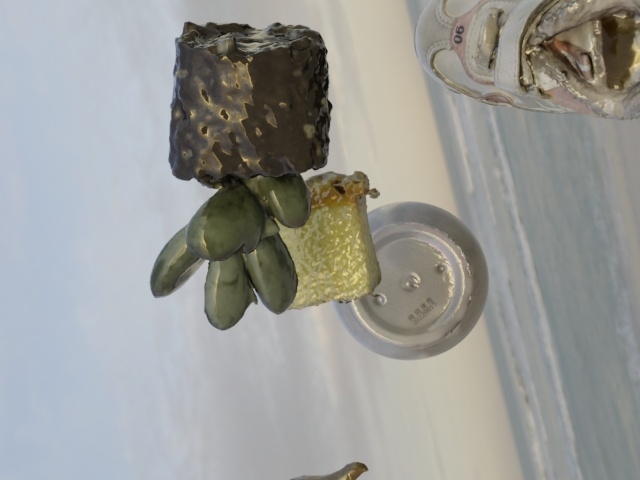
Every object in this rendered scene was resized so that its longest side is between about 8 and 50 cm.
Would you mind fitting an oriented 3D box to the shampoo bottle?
[{"bbox_3d":[0.153,0.067,1.553,0.266,0.273,0.272,-22,-82,-83],"label":"shampoo bottle"}]

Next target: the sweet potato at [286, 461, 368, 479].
[{"bbox_3d":[-0.041,0.371,1.271,0.059,0.249,0.069,29,-153,-58],"label":"sweet potato"}]

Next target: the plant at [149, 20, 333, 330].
[{"bbox_3d":[-0.067,-0.053,0.789,0.149,0.147,0.274,-58,-21,-66],"label":"plant"}]

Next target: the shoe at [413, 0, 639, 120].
[{"bbox_3d":[0.245,-0.218,0.938,0.198,0.351,0.171,-23,-65,-56],"label":"shoe"}]

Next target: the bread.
[{"bbox_3d":[0.000,0.000,1.004,0.127,0.152,0.147,14,-113,-84],"label":"bread"}]
